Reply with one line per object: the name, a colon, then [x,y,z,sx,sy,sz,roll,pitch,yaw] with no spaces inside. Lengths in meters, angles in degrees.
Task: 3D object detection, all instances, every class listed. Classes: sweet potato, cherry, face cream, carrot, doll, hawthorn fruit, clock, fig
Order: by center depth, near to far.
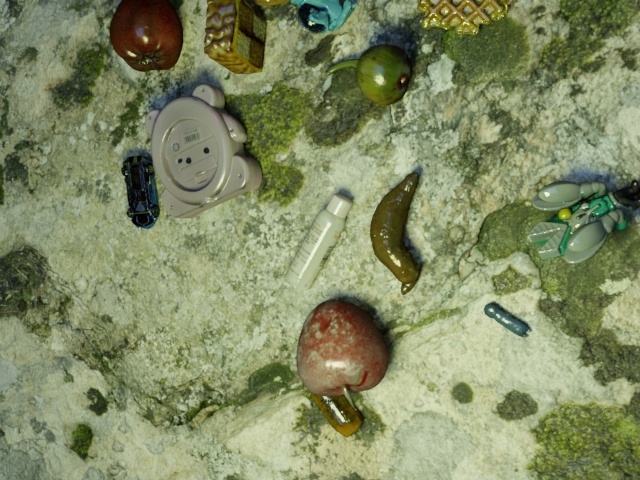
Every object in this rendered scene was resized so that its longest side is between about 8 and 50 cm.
doll: [0.586,-0.065,1.712,0.258,0.153,0.195,-49,45,-5]
doll: [0.454,0.194,1.847,0.125,0.027,0.037,34,107,14]
sweet potato: [0.186,-0.014,1.905,0.124,0.098,0.310,-2,92,2]
fig: [0.115,-0.426,1.905,0.245,0.149,0.149,24,104,39]
cherry: [0.053,0.295,1.927,0.236,0.213,0.285,-16,68,1]
face cream: [0.000,0.000,1.992,0.082,0.082,0.269,35,107,17]
carrot: [0.037,0.440,2.015,0.173,0.082,0.082,46,109,14]
hawthorn fruit: [-0.471,-0.597,2.087,0.208,0.208,0.248,-8,72,23]
clock: [-0.337,-0.245,2.099,0.295,0.113,0.322,-22,84,23]

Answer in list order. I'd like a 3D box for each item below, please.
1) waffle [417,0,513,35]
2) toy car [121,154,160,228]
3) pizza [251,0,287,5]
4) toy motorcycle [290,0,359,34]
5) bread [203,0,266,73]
waffle: [0.343,-0.612,1.814,0.238,0.059,0.243,2,98,20]
toy car: [-0.516,-0.141,2.210,0.103,0.063,0.216,-3,99,24]
pizza: [-0.128,-0.714,1.995,0.154,0.069,0.194,-7,85,23]
toy motorcycle: [-0.002,-0.633,1.899,0.123,0.182,0.272,-29,69,52]
bread: [-0.216,-0.534,1.965,0.096,0.222,0.181,5,87,19]
